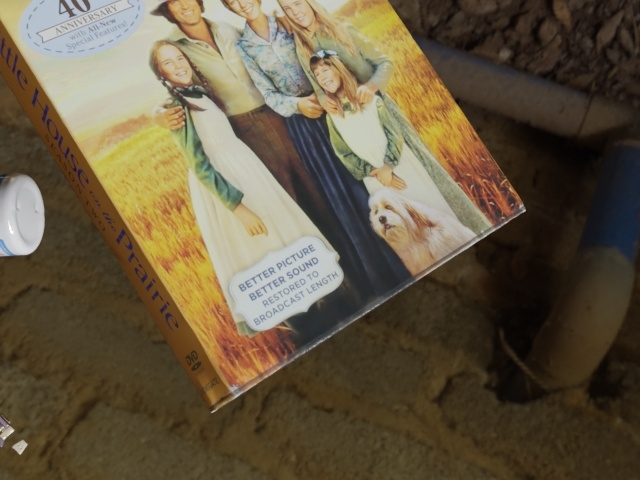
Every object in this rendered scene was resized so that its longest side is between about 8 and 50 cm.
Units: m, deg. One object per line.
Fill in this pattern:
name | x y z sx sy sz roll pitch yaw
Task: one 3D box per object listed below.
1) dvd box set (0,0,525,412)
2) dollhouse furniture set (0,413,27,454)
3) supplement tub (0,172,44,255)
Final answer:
dvd box set | -0.065 -0.128 0.704 0.420 0.307 0.062 58 149 6
dollhouse furniture set | -0.580 0.360 1.633 0.091 0.081 0.114 47 163 -4
supplement tub | -0.296 -0.020 0.773 0.107 0.071 0.071 -2 127 7
